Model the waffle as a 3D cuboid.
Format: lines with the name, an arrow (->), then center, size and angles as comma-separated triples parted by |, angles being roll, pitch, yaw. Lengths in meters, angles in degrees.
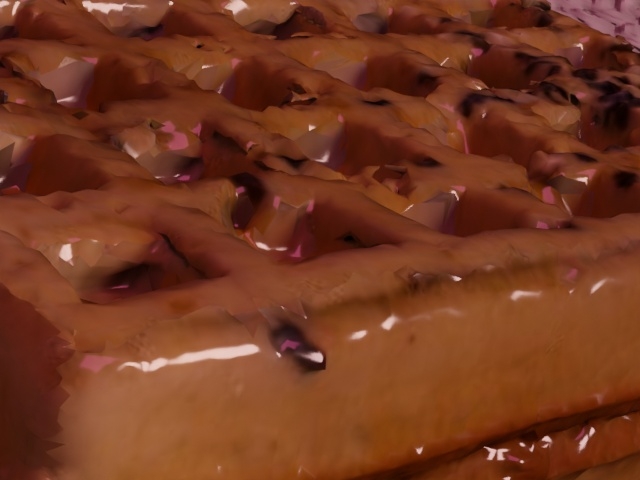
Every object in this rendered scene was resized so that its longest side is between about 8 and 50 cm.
waffle -> 0.000, 0.001, 0.590 | 0.376, 0.114, 0.261 | -8, 29, -40
